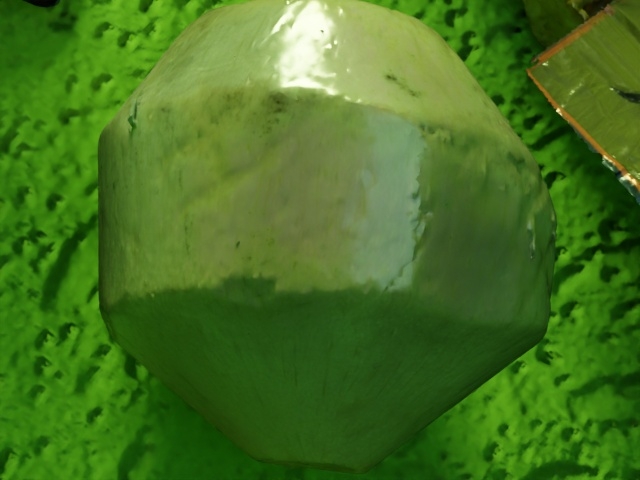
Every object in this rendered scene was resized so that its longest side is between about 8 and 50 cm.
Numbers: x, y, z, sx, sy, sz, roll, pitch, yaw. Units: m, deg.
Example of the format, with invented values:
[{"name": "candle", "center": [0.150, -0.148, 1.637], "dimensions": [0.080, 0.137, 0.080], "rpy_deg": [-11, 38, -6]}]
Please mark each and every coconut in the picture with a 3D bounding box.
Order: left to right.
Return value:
[{"name": "coconut", "center": [0.000, 0.000, 0.962], "dimensions": [0.197, 0.237, 0.237], "rpy_deg": [12, 71, -53]}]

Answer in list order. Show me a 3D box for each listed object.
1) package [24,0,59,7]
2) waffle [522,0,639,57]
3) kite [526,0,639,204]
[{"name": "package", "center": [-0.184, -0.253, 1.048], "dimensions": [0.154, 0.030, 0.239], "rpy_deg": [16, 71, -14]}, {"name": "waffle", "center": [0.226, -0.159, 1.153], "dimensions": [0.219, 0.057, 0.229], "rpy_deg": [-37, 92, -22]}, {"name": "kite", "center": [0.299, -0.080, 1.080], "dimensions": [0.377, 0.013, 0.327], "rpy_deg": [7, 58, -3]}]
